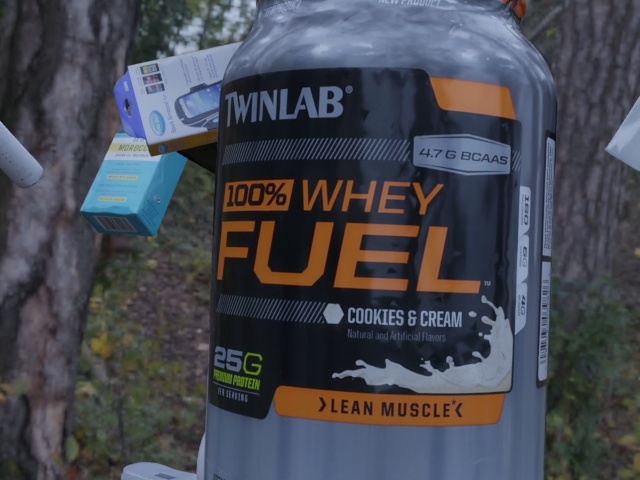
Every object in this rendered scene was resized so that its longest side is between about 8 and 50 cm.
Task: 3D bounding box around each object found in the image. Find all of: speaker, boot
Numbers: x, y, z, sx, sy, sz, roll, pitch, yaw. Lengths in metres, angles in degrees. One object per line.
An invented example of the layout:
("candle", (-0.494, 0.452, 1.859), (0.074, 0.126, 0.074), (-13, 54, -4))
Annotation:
("speaker", (-0.536, -0.150, 1.545), (0.055, 0.055, 0.136), (8, -30, 28))
("boot", (-0.239, 0.450, 1.479), (0.095, 0.124, 0.258), (-4, 3, -40))

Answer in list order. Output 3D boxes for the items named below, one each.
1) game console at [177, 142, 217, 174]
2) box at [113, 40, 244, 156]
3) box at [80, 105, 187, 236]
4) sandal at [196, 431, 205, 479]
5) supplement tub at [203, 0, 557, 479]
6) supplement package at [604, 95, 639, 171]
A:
("game console", (-0.125, -0.138, 1.121), (0.122, 0.107, 0.071), (30, 4, 13))
("box", (-0.109, -0.125, 0.793), (0.136, 0.081, 0.028), (-15, -19, -8))
("box", (-0.257, -0.124, 1.335), (0.100, 0.244, 0.060), (3, -32, 22))
("sandal", (0.073, 0.200, 0.901), (0.416, 0.170, 0.102), (-11, 22, -36))
("supplement tub", (0.034, 0.003, 0.515), (0.193, 0.316, 0.193), (2, -2, 0))
("supplement package", (0.504, -0.131, 1.103), (0.203, 0.194, 0.149), (28, 15, -7))
